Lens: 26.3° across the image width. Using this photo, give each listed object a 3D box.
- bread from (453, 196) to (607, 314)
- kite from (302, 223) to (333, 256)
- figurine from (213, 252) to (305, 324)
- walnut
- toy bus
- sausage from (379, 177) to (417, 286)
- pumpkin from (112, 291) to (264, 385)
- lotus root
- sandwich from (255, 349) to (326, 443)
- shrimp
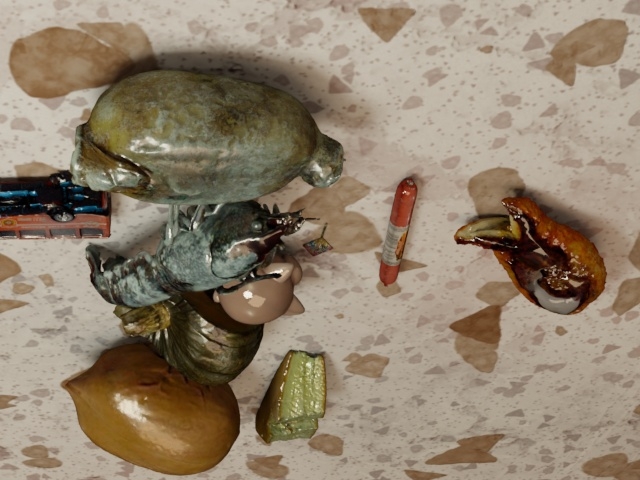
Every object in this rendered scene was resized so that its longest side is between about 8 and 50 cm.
[{"bbox_3d":[0.329,0.019,2.043,0.139,0.095,0.269,-34,120,30],"label":"bread"},{"bbox_3d":[-0.006,0.001,2.038,0.044,0.002,0.078,-9,144,4],"label":"kite"},{"bbox_3d":[-0.094,0.064,2.025,0.138,0.125,0.125,2,145,16],"label":"figurine"},{"bbox_3d":[-0.266,0.266,2.199,0.297,0.203,0.203,21,136,-26],"label":"walnut"},{"bbox_3d":[-0.405,-0.040,1.883,0.234,0.074,0.096,-2,150,-5],"label":"toy bus"},{"bbox_3d":[0.112,-0.008,2.017,0.034,0.034,0.253,0,144,-7],"label":"sausage"},{"bbox_3d":[-0.196,0.134,2.089,0.248,0.126,0.131,14,137,-23],"label":"pumpkin"},{"bbox_3d":[-0.140,-0.131,1.729,0.349,0.175,0.175,0,143,-14],"label":"lotus root"},{"bbox_3d":[-0.048,0.288,2.339,0.090,0.088,0.244,2,142,-16],"label":"sandwich"},{"bbox_3d":[-0.167,0.007,1.893,0.410,0.166,0.221,-29,134,28],"label":"shrimp"}]
